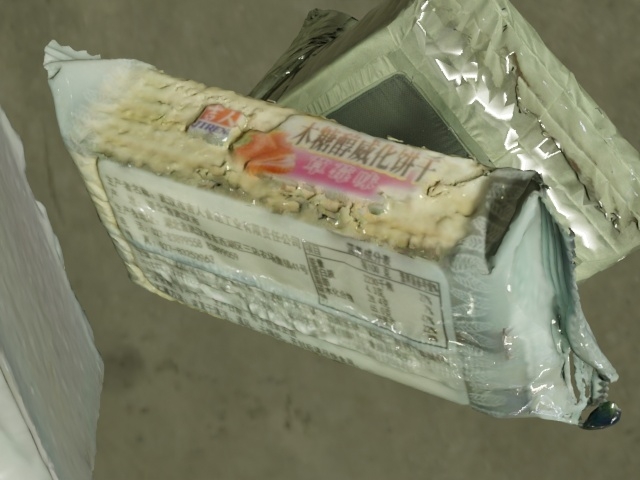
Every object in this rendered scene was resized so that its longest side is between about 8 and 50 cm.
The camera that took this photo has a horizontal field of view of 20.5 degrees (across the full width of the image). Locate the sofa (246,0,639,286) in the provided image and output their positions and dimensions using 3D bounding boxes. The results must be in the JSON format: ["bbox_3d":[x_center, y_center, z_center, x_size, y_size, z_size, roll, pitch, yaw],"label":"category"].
[{"bbox_3d":[0.082,-0.065,1.048,0.210,0.176,0.225,47,136,-9],"label":"sofa"}]

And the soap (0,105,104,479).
[{"bbox_3d":[-0.234,0.016,0.548,0.302,0.159,0.257,-18,120,-2],"label":"soap"}]

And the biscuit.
[{"bbox_3d":[0.001,0.003,0.898,0.309,0.079,0.186,16,149,26],"label":"biscuit"}]
